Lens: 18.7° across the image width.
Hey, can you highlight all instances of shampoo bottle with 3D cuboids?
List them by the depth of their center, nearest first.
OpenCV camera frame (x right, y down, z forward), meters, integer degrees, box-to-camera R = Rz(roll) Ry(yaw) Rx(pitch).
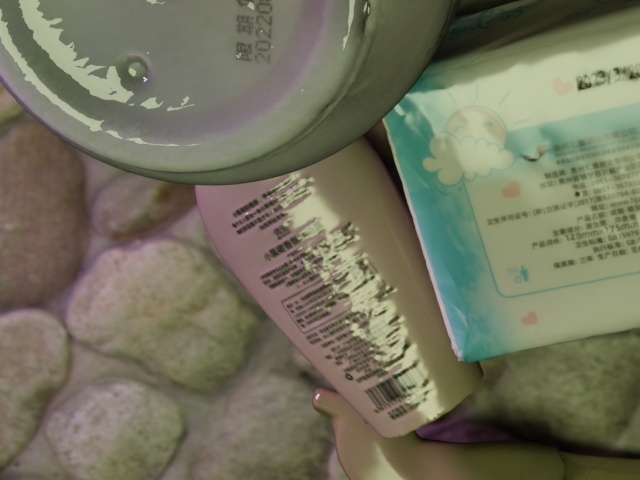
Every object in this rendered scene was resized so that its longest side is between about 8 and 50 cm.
[{"bbox_3d":[-0.051,-0.180,1.034,0.273,0.266,0.273,6,118,11],"label":"shampoo bottle"},{"bbox_3d":[0.000,0.000,1.219,0.127,0.078,0.257,-29,99,30],"label":"shampoo bottle"}]

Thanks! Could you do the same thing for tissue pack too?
[{"bbox_3d":[0.186,-0.055,1.139,0.271,0.124,0.201,-12,116,18],"label":"tissue pack"}]

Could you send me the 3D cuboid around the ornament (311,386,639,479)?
[{"bbox_3d":[0.112,0.188,1.278,0.245,0.061,0.230,4,81,-3],"label":"ornament"}]
